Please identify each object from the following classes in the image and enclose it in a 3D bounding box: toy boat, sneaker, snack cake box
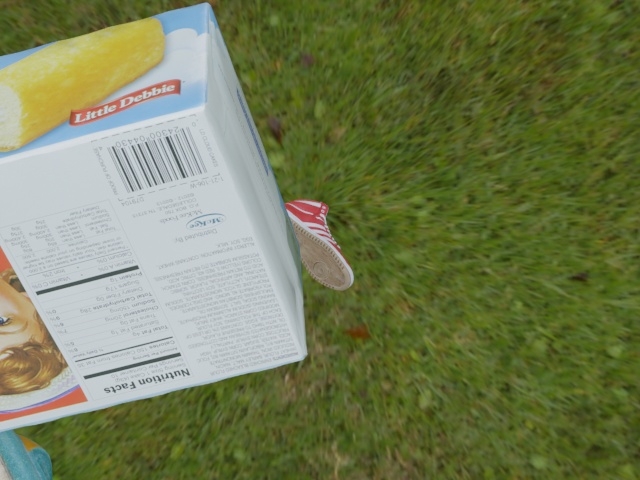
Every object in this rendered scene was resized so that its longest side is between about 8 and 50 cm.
[{"bbox_3d":[-0.386,0.370,1.771,0.148,0.318,0.267,-25,49,-18],"label":"toy boat"},{"bbox_3d":[0.000,0.000,1.352,0.118,0.067,0.042,43,122,15],"label":"sneaker"},{"bbox_3d":[-0.152,0.006,0.614,0.264,0.089,0.152,-13,130,7],"label":"snack cake box"}]
